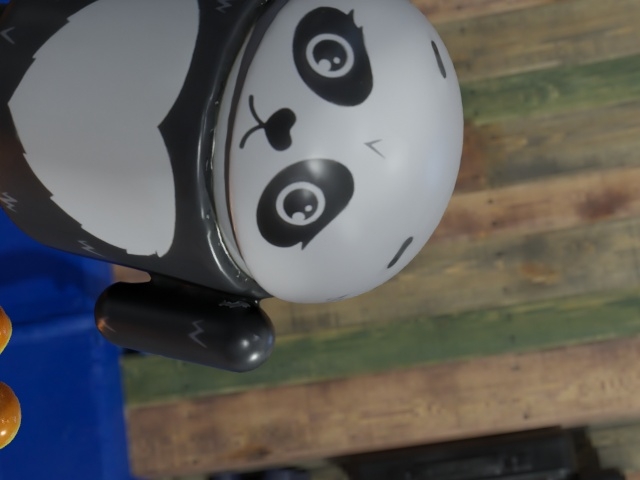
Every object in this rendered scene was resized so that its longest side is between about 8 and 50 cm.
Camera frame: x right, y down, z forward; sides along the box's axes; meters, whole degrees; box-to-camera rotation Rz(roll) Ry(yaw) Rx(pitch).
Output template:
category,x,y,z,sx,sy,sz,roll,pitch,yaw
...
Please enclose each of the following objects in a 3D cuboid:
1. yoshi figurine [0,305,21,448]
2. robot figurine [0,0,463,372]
category,x,y,z,sx,sy,sz,roll,pitch,yaw
yoshi figurine,-0.390,0.044,1.204,0.204,0.203,0.362,7,158,40
robot figurine,-0.064,-0.063,0.745,0.278,0.173,0.209,12,138,28
